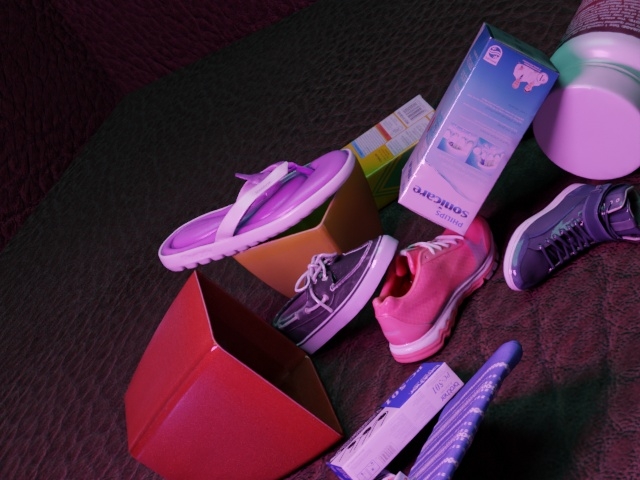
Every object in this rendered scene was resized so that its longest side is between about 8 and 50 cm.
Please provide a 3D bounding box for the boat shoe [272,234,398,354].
[{"bbox_3d":[0.016,0.075,1.699,0.306,0.105,0.113,-48,11,49],"label":"boat shoe"}]

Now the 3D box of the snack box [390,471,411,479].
[{"bbox_3d":[0.052,0.362,1.308,0.178,0.022,0.064,-52,0,38],"label":"snack box"}]

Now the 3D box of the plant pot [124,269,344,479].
[{"bbox_3d":[-0.160,0.254,1.615,0.236,0.267,0.267,-47,24,8],"label":"plant pot"}]

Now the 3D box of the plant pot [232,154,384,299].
[{"bbox_3d":[0.000,0.000,1.890,0.212,0.187,0.212,-17,33,35],"label":"plant pot"}]

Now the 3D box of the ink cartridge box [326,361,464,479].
[{"bbox_3d":[0.104,0.259,1.451,0.207,0.046,0.097,-43,3,-15],"label":"ink cartridge box"}]

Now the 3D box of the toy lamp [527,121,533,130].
[{"bbox_3d":[0.381,-0.292,2.033,0.080,0.080,0.274,-27,28,19],"label":"toy lamp"}]

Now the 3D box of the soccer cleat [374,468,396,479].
[{"bbox_3d":[0.094,0.328,1.405,0.083,0.029,0.035,-20,34,40],"label":"soccer cleat"}]

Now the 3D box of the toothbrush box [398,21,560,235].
[{"bbox_3d":[0.249,-0.184,1.661,0.295,0.126,0.216,-63,3,20],"label":"toothbrush box"}]

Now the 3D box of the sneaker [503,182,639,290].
[{"bbox_3d":[0.387,-0.007,1.536,0.226,0.086,0.163,-45,24,-20],"label":"sneaker"}]

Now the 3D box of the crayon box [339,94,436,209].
[{"bbox_3d":[0.118,-0.154,2.124,0.323,0.083,0.203,-34,26,4],"label":"crayon box"}]

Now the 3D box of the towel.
[{"bbox_3d":[0.139,0.292,1.249,0.336,0.040,0.243,-55,-6,-34],"label":"towel"}]

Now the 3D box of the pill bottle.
[{"bbox_3d":[0.506,-0.295,1.714,0.224,0.224,0.392,-10,36,43],"label":"pill bottle"}]

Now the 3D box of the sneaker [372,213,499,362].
[{"bbox_3d":[0.184,0.044,1.645,0.116,0.136,0.314,-8,37,44],"label":"sneaker"}]

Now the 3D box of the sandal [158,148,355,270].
[{"bbox_3d":[-0.131,-0.065,1.826,0.416,0.102,0.169,-28,27,18],"label":"sandal"}]
